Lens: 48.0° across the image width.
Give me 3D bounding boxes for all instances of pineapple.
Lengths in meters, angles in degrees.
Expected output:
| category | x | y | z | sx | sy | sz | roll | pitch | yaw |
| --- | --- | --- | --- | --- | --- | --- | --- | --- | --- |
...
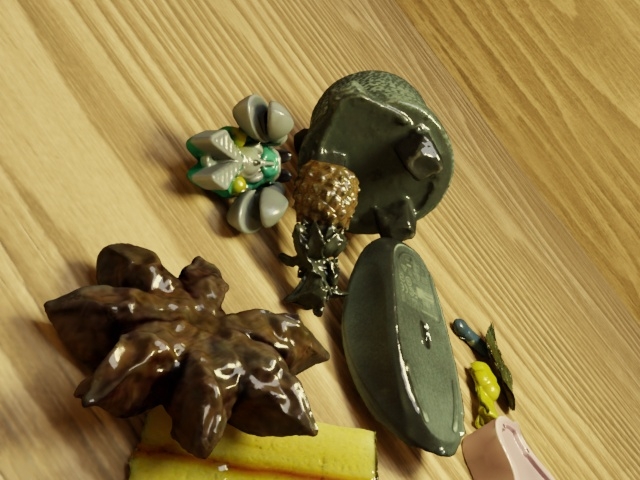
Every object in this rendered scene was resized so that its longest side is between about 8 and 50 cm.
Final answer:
| category | x | y | z | sx | sy | sz | roll | pitch | yaw |
| --- | --- | --- | --- | --- | --- | --- | --- | --- | --- |
| pineapple | 0.000 | 0.000 | 1.104 | 0.119 | 0.111 | 0.237 | 14 | 71 | -12 |

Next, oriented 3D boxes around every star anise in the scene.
| category | x | y | z | sx | sy | sz | roll | pitch | yaw |
| --- | --- | --- | --- | --- | --- | --- | --- | --- | --- |
| star anise | -0.127 | 0.107 | 0.761 | 0.315 | 0.108 | 0.315 | 16 | 28 | -9 |

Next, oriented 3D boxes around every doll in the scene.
| category | x | y | z | sx | sy | sz | roll | pitch | yaw |
| --- | --- | --- | --- | --- | --- | --- | --- | --- | --- |
| doll | 0.318 | 0.206 | 1.501 | 0.125 | 0.027 | 0.037 | 45 | 28 | -21 |
| doll | -0.100 | -0.134 | 1.104 | 0.258 | 0.153 | 0.195 | -59 | 140 | -54 |

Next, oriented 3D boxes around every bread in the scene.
| category | x | y | z | sx | sy | sz | roll | pitch | yaw |
| --- | --- | --- | --- | --- | --- | --- | --- | --- | --- |
| bread | -0.072 | 0.289 | 0.763 | 0.263 | 0.163 | 0.168 | 12 | 34 | -4 |

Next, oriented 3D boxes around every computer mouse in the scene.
| category | x | y | z | sx | sy | sz | roll | pitch | yaw |
| --- | --- | --- | --- | --- | --- | --- | --- | --- | --- |
| computer mouse | 0.124 | 0.169 | 1.141 | 0.203 | 0.114 | 0.374 | 32 | 41 | -40 |

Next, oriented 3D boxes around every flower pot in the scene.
| category | x | y | z | sx | sy | sz | roll | pitch | yaw |
| --- | --- | --- | --- | --- | --- | --- | --- | --- | --- |
| flower pot | 0.087 | -0.165 | 1.309 | 0.299 | 0.299 | 0.283 | 39 | 26 | -25 |

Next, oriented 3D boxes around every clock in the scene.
| category | x | y | z | sx | sy | sz | roll | pitch | yaw |
| --- | --- | --- | --- | --- | --- | --- | --- | --- | --- |
| clock | 0.307 | 0.435 | 1.140 | 0.290 | 0.080 | 0.275 | 0 | 56 | -59 |

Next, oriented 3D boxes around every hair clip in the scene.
| category | x | y | z | sx | sy | sz | roll | pitch | yaw |
| --- | --- | --- | --- | --- | --- | --- | --- | --- | --- |
| hair clip | 0.313 | 0.289 | 1.366 | 0.072 | 0.046 | 0.173 | 49 | 24 | -16 |

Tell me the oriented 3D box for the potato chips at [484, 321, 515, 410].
| category | x | y | z | sx | sy | sz | roll | pitch | yaw |
| --- | --- | --- | --- | --- | --- | --- | --- | --- | --- |
| potato chips | 0.372 | 0.252 | 1.492 | 0.142 | 0.026 | 0.209 | 59 | 19 | -24 |
